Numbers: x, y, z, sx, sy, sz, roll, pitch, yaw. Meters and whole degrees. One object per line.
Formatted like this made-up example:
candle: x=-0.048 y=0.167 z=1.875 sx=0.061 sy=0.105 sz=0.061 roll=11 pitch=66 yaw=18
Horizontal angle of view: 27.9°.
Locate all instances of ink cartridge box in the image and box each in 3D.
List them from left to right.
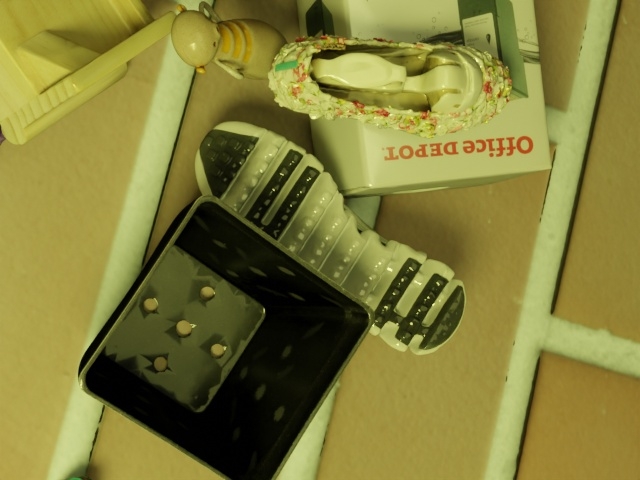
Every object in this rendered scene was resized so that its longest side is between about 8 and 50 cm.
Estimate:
ink cartridge box: x=0.098 y=-0.194 z=1.260 sx=0.211 sy=0.121 sz=0.289 roll=-7 pitch=90 yaw=-23

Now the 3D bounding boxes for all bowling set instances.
bowling set: x=-0.058 y=-0.299 z=1.116 sx=0.154 sy=0.200 sz=0.287 roll=-3 pitch=68 yaw=-62

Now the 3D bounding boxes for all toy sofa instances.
toy sofa: x=-0.304 y=-0.267 z=1.094 sx=0.362 sy=0.177 sz=0.150 roll=56 pitch=44 yaw=-11

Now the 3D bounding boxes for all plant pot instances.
plant pot: x=-0.098 y=0.085 z=1.129 sx=0.188 sy=0.167 sz=0.187 roll=36 pitch=80 yaw=-17

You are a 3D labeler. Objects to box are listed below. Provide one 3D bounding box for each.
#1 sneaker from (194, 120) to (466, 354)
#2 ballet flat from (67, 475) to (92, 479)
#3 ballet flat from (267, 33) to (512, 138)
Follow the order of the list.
sneaker: x=0.000 y=0.000 z=1.216 sx=0.292 sy=0.118 sz=0.110 roll=40 pitch=87 yaw=-9
ballet flat: x=-0.240 y=0.297 z=1.125 sx=0.070 sy=0.070 sz=0.188 roll=36 pitch=76 yaw=-18
ballet flat: x=0.073 y=-0.138 z=1.139 sx=0.241 sy=0.077 sz=0.091 roll=-2 pitch=88 yaw=-20
